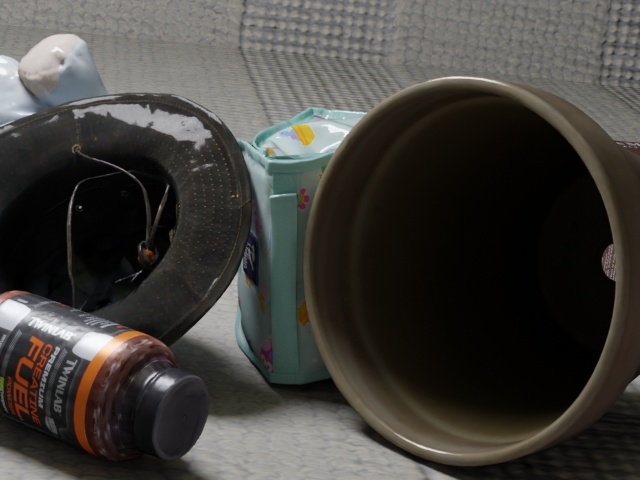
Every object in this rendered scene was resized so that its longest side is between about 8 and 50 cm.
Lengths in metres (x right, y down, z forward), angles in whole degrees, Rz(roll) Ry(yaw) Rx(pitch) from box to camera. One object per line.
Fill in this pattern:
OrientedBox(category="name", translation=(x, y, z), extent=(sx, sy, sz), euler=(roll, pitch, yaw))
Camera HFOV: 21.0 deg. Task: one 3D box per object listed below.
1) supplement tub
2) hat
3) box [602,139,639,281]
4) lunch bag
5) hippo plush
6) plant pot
OrientedBox(category="supplement tub", translation=(-0.186, 0.112, 1.375), extent=(0.198, 0.106, 0.106), euler=(16, 18, 31))
OrientedBox(category="hat", translation=(-0.207, 0.016, 1.602), extent=(0.331, 0.331, 0.134), euler=(14, -24, 22))
OrientedBox(category="box", translation=(0.396, -0.013, 2.031), extent=(0.191, 0.143, 0.381), euler=(4, 14, -11))
OrientedBox(category="lunch bag", translation=(0.000, 0.000, 1.642), extent=(0.160, 0.223, 0.262), euler=(7, 16, 20))
OrientedBox(category="hippo plush", translation=(-0.287, -0.044, 1.816), extent=(0.294, 0.234, 0.236), euler=(45, 26, -21))
OrientedBox(category="plant pot", translation=(0.196, 0.022, 1.508), extent=(0.323, 0.323, 0.280), euler=(20, 14, 39))
